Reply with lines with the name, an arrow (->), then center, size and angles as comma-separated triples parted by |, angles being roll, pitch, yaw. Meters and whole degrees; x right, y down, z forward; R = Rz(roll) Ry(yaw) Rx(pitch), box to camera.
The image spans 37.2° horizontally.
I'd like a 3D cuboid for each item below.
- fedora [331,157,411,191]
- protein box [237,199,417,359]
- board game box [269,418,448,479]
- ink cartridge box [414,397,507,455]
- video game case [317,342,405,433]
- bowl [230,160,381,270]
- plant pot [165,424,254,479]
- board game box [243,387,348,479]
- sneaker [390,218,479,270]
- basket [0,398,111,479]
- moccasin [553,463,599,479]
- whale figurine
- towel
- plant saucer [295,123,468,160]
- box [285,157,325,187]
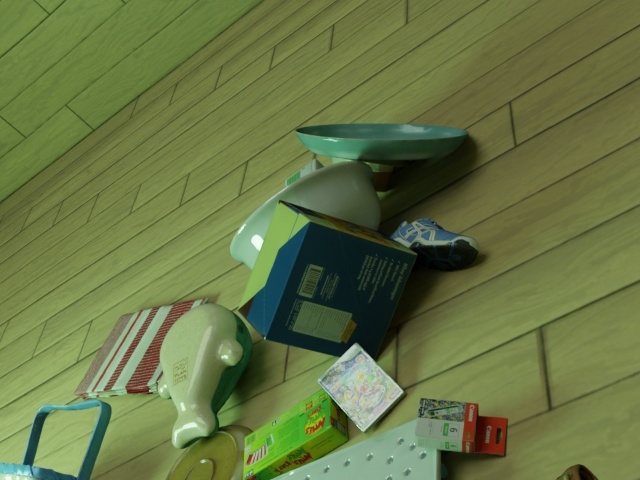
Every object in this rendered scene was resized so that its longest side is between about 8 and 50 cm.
fedora -> 0.080, -0.133, 1.837 | 0.194, 0.194, 0.079 | 23, 109, 61
protein box -> 0.009, 0.068, 1.523 | 0.136, 0.201, 0.199 | 35, 106, 61
board game box -> 0.006, 0.457, 1.244 | 0.390, 0.050, 0.390 | -29, 33, 29
ink cartridge box -> 0.183, 0.242, 1.237 | 0.115, 0.029, 0.062 | 3, 44, 14
video game case -> 0.062, 0.224, 1.455 | 0.087, 0.011, 0.122 | -45, 52, -2
bowl -> 0.000, 0.000, 1.686 | 0.298, 0.298, 0.134 | -39, 71, 15
plant pot -> -0.199, 0.410, 1.609 | 0.236, 0.032, 0.236 | -33, 31, 24
board game box -> -0.041, 0.314, 1.502 | 0.181, 0.043, 0.092 | -36, 30, 21
sneaker -> 0.179, 0.000, 1.565 | 0.211, 0.080, 0.081 | 0, 56, 53
basket -> -0.505, 0.446, 1.802 | 0.255, 0.201, 0.288 | -17, 50, 45
moccasin -> 0.322, 0.337, 0.890 | 0.147, 0.139, 0.380 | -54, 18, 4
whale figurine -> -0.201, 0.250, 1.726 | 0.216, 0.141, 0.272 | -30, 44, 30
towel -> -0.391, 0.241, 2.093 | 0.329, 0.037, 0.237 | -14, 40, 44
plant saucer -> 0.112, -0.182, 1.748 | 0.318, 0.318, 0.043 | 20, 113, 60
box -> -0.009, -0.087, 1.916 | 0.087, 0.102, 0.101 | -34, 29, 19
